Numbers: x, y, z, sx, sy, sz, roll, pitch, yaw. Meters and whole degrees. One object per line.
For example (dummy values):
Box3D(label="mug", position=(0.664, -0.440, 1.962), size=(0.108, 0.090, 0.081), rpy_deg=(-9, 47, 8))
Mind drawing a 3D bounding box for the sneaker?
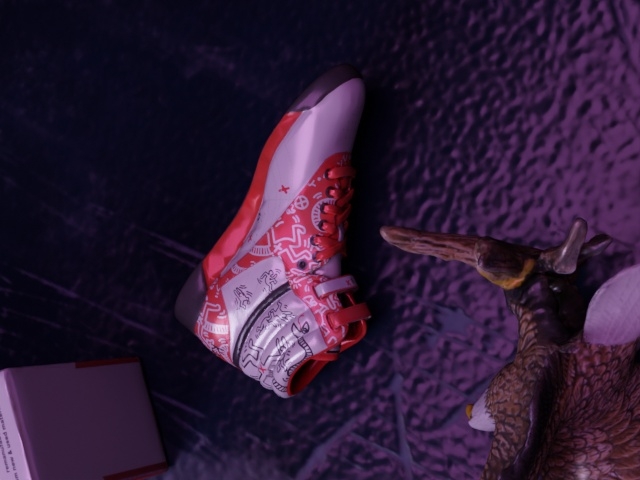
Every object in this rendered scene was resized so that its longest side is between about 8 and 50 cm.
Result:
Box3D(label="sneaker", position=(0.000, 0.001, 0.997), size=(0.145, 0.090, 0.270), rpy_deg=(38, 106, 20))

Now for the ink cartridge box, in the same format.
Box3D(label="ink cartridge box", position=(-0.307, 0.198, 1.065), size=(0.272, 0.197, 0.114), rpy_deg=(-20, 80, 22))

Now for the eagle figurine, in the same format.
Box3D(label="eagle figurine", position=(0.159, 0.146, 0.869), size=(0.226, 0.225, 0.298), rpy_deg=(-2, 76, 10))
